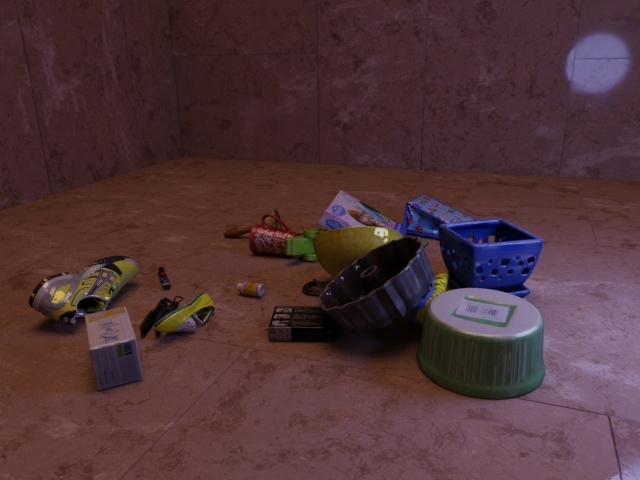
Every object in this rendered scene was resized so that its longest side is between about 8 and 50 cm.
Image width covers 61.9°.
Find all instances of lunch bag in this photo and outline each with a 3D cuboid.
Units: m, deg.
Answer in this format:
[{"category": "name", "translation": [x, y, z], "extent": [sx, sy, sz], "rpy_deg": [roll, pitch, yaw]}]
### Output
[{"category": "lunch bag", "translation": [0.524, -0.084, 2.277], "extent": [0.293, 0.138, 0.221], "rpy_deg": [19, 23, 25]}]

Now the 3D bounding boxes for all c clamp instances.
[{"category": "c clamp", "translation": [0.025, 0.152, 1.751], "extent": [0.161, 0.022, 0.137], "rpy_deg": [4, 25, 11]}]

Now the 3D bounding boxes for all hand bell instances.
[{"category": "hand bell", "translation": [-0.293, -0.049, 2.258], "extent": [0.242, 0.126, 0.126], "rpy_deg": [-10, 18, 9]}]

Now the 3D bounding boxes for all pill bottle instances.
[{"category": "pill bottle", "translation": [-0.225, 0.155, 1.712], "extent": [0.083, 0.043, 0.043], "rpy_deg": [5, 20, 18]}]

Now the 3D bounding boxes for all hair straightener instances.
[{"category": "hair straightener", "translation": [-0.449, 0.216, 1.560], "extent": [0.089, 0.047, 0.230], "rpy_deg": [-4, 14, 3]}]

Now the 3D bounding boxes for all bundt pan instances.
[{"category": "bundt pan", "translation": [0.159, 0.131, 1.432], "extent": [0.331, 0.124, 0.331], "rpy_deg": [-32, 12, 8]}]

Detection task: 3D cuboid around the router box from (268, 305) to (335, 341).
[{"category": "router box", "translation": [-0.047, 0.230, 1.483], "extent": [0.179, 0.046, 0.133], "rpy_deg": [1, 19, 4]}]

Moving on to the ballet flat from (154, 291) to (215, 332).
[{"category": "ballet flat", "translation": [-0.370, 0.214, 1.506], "extent": [0.077, 0.077, 0.231], "rpy_deg": [-41, -1, 25]}]

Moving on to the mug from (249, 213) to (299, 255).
[{"category": "mug", "translation": [-0.176, -0.011, 2.050], "extent": [0.169, 0.150, 0.113], "rpy_deg": [10, 35, 16]}]

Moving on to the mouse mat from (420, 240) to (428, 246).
[{"category": "mouse mat", "translation": [0.327, 0.024, 2.126], "extent": [0.153, 0.007, 0.190], "rpy_deg": [11, 22, 33]}]

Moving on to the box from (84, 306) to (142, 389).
[{"category": "box", "translation": [-0.512, 0.259, 1.315], "extent": [0.103, 0.114, 0.203], "rpy_deg": [-11, 21, -24]}]

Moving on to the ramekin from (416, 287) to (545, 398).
[{"category": "ramekin", "translation": [0.390, 0.233, 1.295], "extent": [0.304, 0.148, 0.303], "rpy_deg": [-1, 19, 0]}]

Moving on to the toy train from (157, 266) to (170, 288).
[{"category": "toy train", "translation": [-0.535, 0.125, 1.824], "extent": [0.027, 0.036, 0.158], "rpy_deg": [-9, 21, -22]}]

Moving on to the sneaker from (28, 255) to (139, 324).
[{"category": "sneaker", "translation": [-0.692, 0.160, 1.641], "extent": [0.147, 0.145, 0.385], "rpy_deg": [37, 27, 10]}]

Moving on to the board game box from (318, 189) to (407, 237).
[{"category": "board game box", "translation": [0.172, -0.056, 2.044], "extent": [0.318, 0.065, 0.318], "rpy_deg": [29, 22, 1]}]

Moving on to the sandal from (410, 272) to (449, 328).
[{"category": "sandal", "translation": [0.285, 0.164, 1.534], "extent": [0.138, 0.126, 0.317], "rpy_deg": [14, 13, 14]}]

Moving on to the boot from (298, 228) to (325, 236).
[{"category": "boot", "translation": [-0.042, -0.014, 2.194], "extent": [0.121, 0.045, 0.099], "rpy_deg": [0, 15, 26]}]

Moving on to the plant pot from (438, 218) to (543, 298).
[{"category": "plant pot", "translation": [0.520, 0.067, 1.674], "extent": [0.236, 0.212, 0.236], "rpy_deg": [-6, 20, -12]}]

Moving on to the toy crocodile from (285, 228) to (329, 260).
[{"category": "toy crocodile", "translation": [0.000, 0.000, 2.050], "extent": [0.341, 0.115, 0.105], "rpy_deg": [-14, 19, -38]}]

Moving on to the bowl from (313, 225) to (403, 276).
[{"category": "bowl", "translation": [0.122, 0.069, 1.695], "extent": [0.290, 0.155, 0.289], "rpy_deg": [-1, -15, 0]}]
